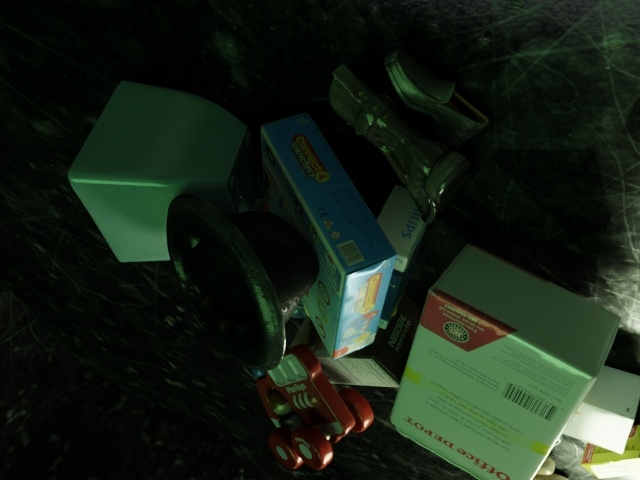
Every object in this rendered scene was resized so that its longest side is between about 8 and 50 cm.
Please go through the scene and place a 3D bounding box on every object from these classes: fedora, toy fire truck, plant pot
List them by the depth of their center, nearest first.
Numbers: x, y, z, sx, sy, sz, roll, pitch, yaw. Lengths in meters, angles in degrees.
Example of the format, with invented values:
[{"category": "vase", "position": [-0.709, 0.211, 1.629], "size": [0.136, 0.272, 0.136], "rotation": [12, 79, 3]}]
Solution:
[{"category": "fedora", "position": [-0.112, 0.044, 1.039], "size": [0.334, 0.152, 0.334], "rotation": [38, 142, 36]}, {"category": "plant pot", "position": [-0.249, -0.114, 1.174], "size": [0.252, 0.247, 0.248], "rotation": [5, 144, 13]}, {"category": "toy fire truck", "position": [-0.046, 0.360, 1.462], "size": [0.254, 0.169, 0.302], "rotation": [58, 146, -1]}]

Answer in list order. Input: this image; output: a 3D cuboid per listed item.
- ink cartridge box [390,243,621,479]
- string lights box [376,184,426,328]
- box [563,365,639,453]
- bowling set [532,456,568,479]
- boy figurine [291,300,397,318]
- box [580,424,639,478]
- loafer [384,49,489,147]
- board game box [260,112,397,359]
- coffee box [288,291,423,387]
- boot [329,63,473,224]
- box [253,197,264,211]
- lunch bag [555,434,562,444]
[{"category": "ink cartridge box", "position": [0.305, 0.239, 1.154], "size": [0.279, 0.160, 0.384], "rotation": [28, 135, 20]}, {"category": "string lights box", "position": [0.126, 0.037, 1.156], "size": [0.077, 0.133, 0.259], "rotation": [23, 149, 12]}, {"category": "box", "position": [0.536, 0.319, 1.251], "size": [0.130, 0.091, 0.170], "rotation": [16, 147, 26]}, {"category": "bowling set", "position": [0.492, 0.613, 1.632], "size": [0.154, 0.200, 0.287], "rotation": [-2, 133, 45]}, {"category": "boy figurine", "position": [0.015, 0.117, 1.331], "size": [0.285, 0.092, 0.177], "rotation": [-4, 140, 22]}, {"category": "box", "position": [0.642, 0.429, 1.328], "size": [0.058, 0.087, 0.232], "rotation": [35, 151, -3]}, {"category": "loafer", "position": [0.156, -0.198, 0.865], "size": [0.170, 0.062, 0.061], "rotation": [36, 142, -27]}, {"category": "board game box", "position": [0.000, 0.000, 1.096], "size": [0.302, 0.086, 0.308], "rotation": [95, 151, -57]}, {"category": "coffee box", "position": [0.081, 0.221, 1.436], "size": [0.297, 0.168, 0.119], "rotation": [-12, 130, 49]}, {"category": "boot", "position": [0.111, -0.143, 0.952], "size": [0.229, 0.091, 0.263], "rotation": [43, 176, 13]}, {"category": "box", "position": [-0.208, -0.027, 1.435], "size": [0.270, 0.060, 0.216], "rotation": [16, 146, 23]}, {"category": "lunch bag", "position": [0.379, 0.359, 1.435], "size": [0.279, 0.108, 0.224], "rotation": [29, 151, 3]}]
